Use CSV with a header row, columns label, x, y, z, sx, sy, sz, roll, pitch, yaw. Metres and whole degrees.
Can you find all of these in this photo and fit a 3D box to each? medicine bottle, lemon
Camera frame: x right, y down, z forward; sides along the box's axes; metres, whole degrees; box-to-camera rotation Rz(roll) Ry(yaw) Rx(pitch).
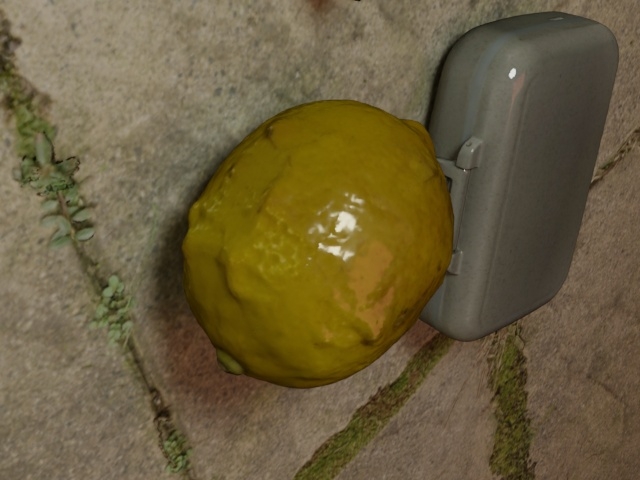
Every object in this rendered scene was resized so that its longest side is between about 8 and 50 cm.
label,x,y,z,sx,sy,sz,roll,pitch,yaw
medicine bottle,0.222,-0.075,1.318,0.282,0.123,0.375,-21,129,-44
lemon,0.000,0.000,1.002,0.288,0.233,0.233,-51,143,-10
